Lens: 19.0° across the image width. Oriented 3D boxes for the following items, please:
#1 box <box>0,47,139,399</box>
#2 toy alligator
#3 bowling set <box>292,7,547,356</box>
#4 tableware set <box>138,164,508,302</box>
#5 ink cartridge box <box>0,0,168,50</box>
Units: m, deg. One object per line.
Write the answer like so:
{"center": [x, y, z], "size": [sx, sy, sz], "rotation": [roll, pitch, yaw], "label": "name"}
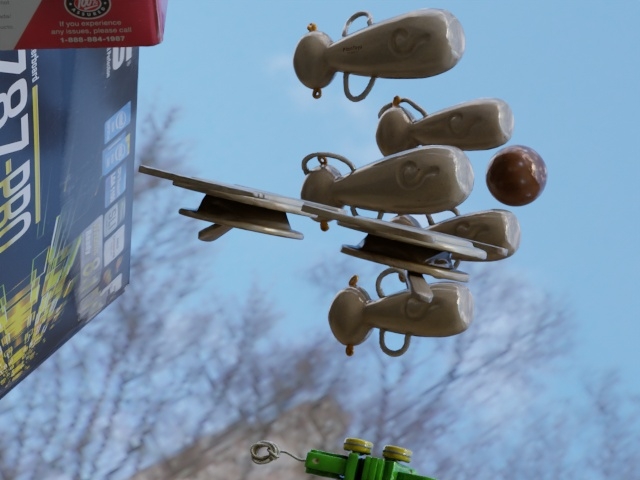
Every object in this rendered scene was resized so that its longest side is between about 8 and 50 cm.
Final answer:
{"center": [-0.262, -0.021, 1.344], "size": [0.097, 0.318, 0.395], "rotation": [30, -39, 18], "label": "box"}
{"center": [0.028, 0.220, 1.829], "size": [0.189, 0.051, 0.056], "rotation": [9, -103, 18], "label": "toy alligator"}
{"center": [0.086, -0.038, 1.594], "size": [0.154, 0.200, 0.287], "rotation": [-6, -102, 32], "label": "bowling set"}
{"center": [0.000, 0.000, 1.091], "size": [0.194, 0.128, 0.039], "rotation": [14, -88, 26], "label": "tableware set"}
{"center": [-0.134, -0.170, 0.806], "size": [0.127, 0.072, 0.175], "rotation": [-1, -48, 1], "label": "ink cartridge box"}
